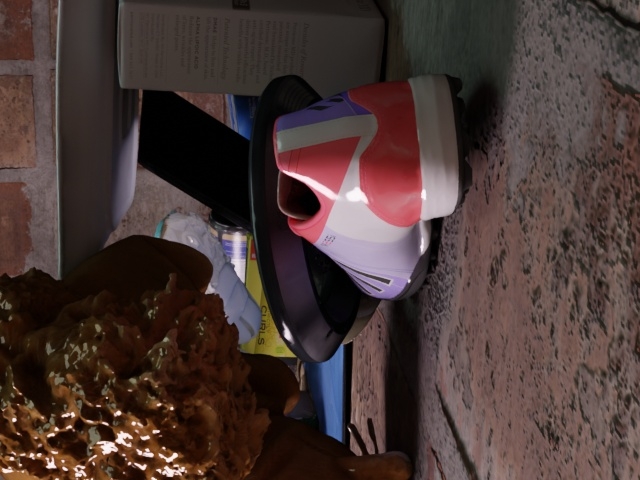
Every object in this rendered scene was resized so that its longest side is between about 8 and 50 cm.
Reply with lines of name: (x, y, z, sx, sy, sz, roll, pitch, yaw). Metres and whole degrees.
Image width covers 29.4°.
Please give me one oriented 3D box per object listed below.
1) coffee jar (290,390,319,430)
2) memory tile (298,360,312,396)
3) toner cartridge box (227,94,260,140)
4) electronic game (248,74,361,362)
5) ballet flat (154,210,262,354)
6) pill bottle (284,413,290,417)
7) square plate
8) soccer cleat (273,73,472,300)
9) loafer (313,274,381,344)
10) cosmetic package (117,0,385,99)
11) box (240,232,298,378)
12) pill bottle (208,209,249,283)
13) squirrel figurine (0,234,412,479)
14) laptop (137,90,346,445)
coffee jar: (-0.044, 0.300, 1.645, 0.096, 0.079, 0.184, -118, 28, -66)
memory tile: (-0.024, 0.253, 1.743, 0.113, 0.012, 0.148, -103, 14, -58)
toner cartridge box: (-0.094, -0.199, 1.766, 0.348, 0.075, 0.165, 89, 170, -66)
electronic game: (-0.011, -0.017, 0.968, 0.229, 0.048, 0.229, -5, -90, -74)
ballet flat: (-0.138, 0.132, 1.611, 0.147, 0.147, 0.409, -100, 9, -51)
pill bottle: (-0.093, 0.287, 1.530, 0.121, 0.121, 0.221, -125, 30, -78)
square plate: (-0.219, -0.156, 1.236, 0.344, 0.049, 0.347, -103, 16, -79)
soccer cleat: (0.025, -0.028, 0.846, 0.318, 0.116, 0.108, 99, 166, -75)
loafer: (0.000, 0.000, 1.172, 0.251, 0.094, 0.087, -99, 15, -48)
cosmetic package: (-0.065, -0.185, 1.102, 0.117, 0.231, 0.085, -104, 17, -64)
box: (-0.069, 0.107, 1.741, 0.058, 0.087, 0.232, -146, 60, -81)
pill bottle: (-0.149, 0.047, 2.276, 0.123, 0.123, 0.219, -105, 15, -62)
squirrel figurine: (-0.117, 0.177, 1.027, 0.281, 0.370, 0.397, -55, -25, -2)
laptop: (-0.097, 0.044, 1.453, 0.236, 0.408, 0.382, -55, 17, 11)
